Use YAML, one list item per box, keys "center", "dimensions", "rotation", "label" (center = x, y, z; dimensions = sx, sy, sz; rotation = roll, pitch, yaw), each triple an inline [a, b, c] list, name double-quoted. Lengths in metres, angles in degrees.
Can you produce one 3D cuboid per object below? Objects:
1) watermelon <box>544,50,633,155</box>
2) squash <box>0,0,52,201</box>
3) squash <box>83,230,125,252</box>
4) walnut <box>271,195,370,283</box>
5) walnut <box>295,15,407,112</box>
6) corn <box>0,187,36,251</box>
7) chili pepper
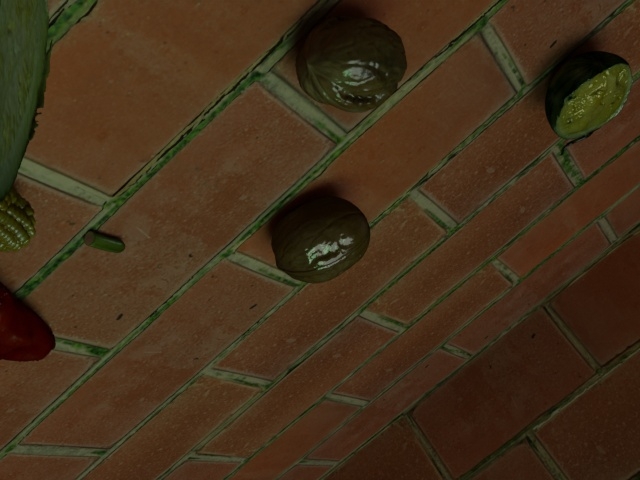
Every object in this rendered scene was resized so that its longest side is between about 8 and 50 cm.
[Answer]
- center: [0.573, -0.325, 1.834]
  dimensions: [0.204, 0.127, 0.232]
  rotation: [-36, 150, 2]
  label: "watermelon"
- center: [-0.341, -0.192, 0.880]
  dimensions: [0.210, 0.309, 0.234]
  rotation: [-20, 148, -26]
  label: "squash"
- center: [-0.370, 0.005, 1.447]
  dimensions: [0.027, 0.027, 0.083]
  rotation: [-42, 151, 14]
  label: "squash"
- center: [0.000, 0.000, 1.697]
  dimensions: [0.207, 0.167, 0.167]
  rotation: [-29, 151, -6]
  label: "walnut"
- center: [0.046, -0.280, 1.328]
  dimensions: [0.184, 0.155, 0.155]
  rotation: [-4, 139, -40]
  label: "walnut"
- center: [-0.495, -0.070, 1.124]
  dimensions: [0.102, 0.102, 0.313]
  rotation: [-36, 152, 2]
  label: "corn"
- center: [-0.535, 0.138, 1.403]
  dimensions: [0.110, 0.110, 0.388]
  rotation: [-31, 157, -6]
  label: "chili pepper"
